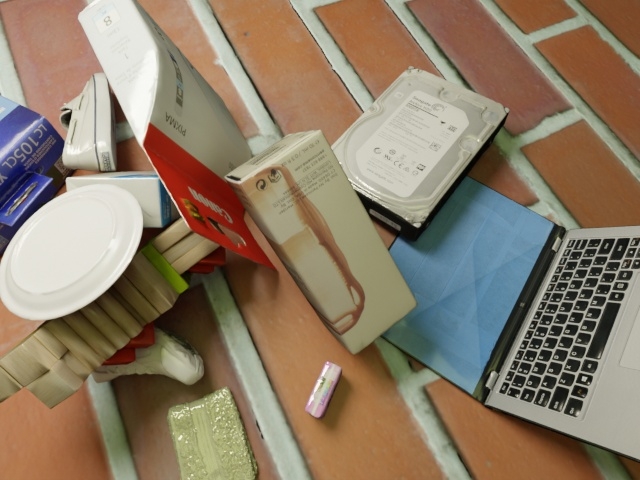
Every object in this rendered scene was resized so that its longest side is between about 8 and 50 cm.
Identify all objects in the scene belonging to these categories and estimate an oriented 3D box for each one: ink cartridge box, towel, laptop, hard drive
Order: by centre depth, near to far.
[{"bbox_3d":[-0.163,0.306,0.628,0.110,0.027,0.148,-18,69,-12],"label":"towel"},{"bbox_3d":[0.327,0.054,0.663,0.236,0.408,0.382,44,68,-21],"label":"laptop"},{"bbox_3d":[-0.179,-0.152,0.667,0.091,0.308,0.385,-34,72,4],"label":"ink cartridge box"},{"bbox_3d":[-0.304,-0.077,0.714,0.134,0.231,0.078,-1,102,-4],"label":"ink cartridge box"},{"bbox_3d":[-0.632,-0.130,0.721,0.396,0.151,0.270,26,68,5],"label":"ink cartridge box"},{"bbox_3d":[0.180,-0.187,0.824,0.237,0.064,0.339,34,68,20],"label":"hard drive"}]

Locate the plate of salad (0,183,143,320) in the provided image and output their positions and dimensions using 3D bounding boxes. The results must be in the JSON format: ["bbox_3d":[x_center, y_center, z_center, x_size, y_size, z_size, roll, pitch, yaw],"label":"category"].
[{"bbox_3d":[-0.318,0.011,0.545,0.200,0.048,0.199,-6,59,10],"label":"plate of salad"}]

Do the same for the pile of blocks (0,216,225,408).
[{"bbox_3d":[-0.266,0.091,0.599,0.362,0.149,0.112,-44,108,-26],"label":"pile of blocks"}]

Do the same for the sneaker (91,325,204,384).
[{"bbox_3d":[-0.290,0.178,0.652,0.232,0.090,0.115,24,74,16],"label":"sneaker"}]

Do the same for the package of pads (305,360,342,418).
[{"bbox_3d":[0.006,0.234,0.657,0.032,0.050,0.083,22,67,11],"label":"package of pads"}]

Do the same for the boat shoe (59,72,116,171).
[{"bbox_3d":[-0.428,-0.221,0.774,0.088,0.096,0.267,-7,55,-21],"label":"boat shoe"}]

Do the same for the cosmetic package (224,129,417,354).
[{"bbox_3d":[0.000,0.000,0.622,0.129,0.153,0.296,-36,110,-11],"label":"cosmetic package"}]
